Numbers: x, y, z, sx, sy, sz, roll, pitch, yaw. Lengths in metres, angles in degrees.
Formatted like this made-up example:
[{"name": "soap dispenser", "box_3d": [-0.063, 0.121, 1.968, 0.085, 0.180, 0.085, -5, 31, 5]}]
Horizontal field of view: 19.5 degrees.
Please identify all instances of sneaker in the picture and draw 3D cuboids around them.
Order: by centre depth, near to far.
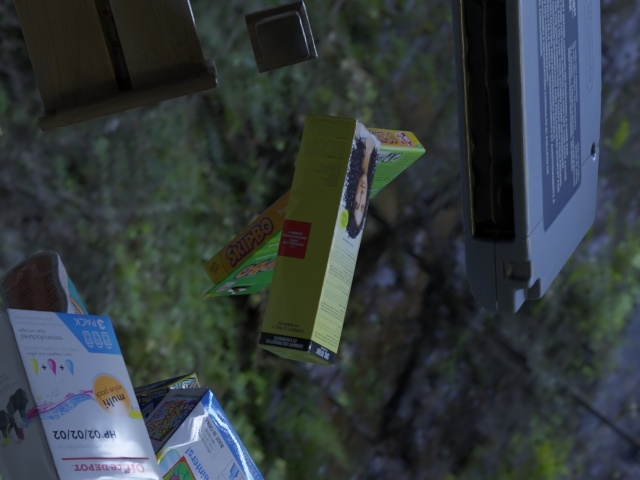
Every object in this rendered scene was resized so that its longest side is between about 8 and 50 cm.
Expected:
[{"name": "sneaker", "box_3d": [-0.303, 0.121, 2.123, 0.121, 0.108, 0.302, 61, 7, -23]}]

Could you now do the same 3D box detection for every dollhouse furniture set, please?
[{"name": "dollhouse furniture set", "box_3d": [-0.211, -0.251, 1.414, 0.355, 0.303, 0.174, -13, 15, -1]}]

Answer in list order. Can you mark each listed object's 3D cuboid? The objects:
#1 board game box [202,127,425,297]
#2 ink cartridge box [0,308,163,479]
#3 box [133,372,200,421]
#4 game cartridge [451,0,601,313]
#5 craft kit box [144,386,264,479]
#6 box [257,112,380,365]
[{"name": "board game box", "box_3d": [-0.014, -0.027, 1.969, 0.039, 0.259, 0.124, 54, 22, 17]}, {"name": "ink cartridge box", "box_3d": [-0.184, 0.145, 1.378, 0.104, 0.061, 0.181, 6, 55, -48]}, {"name": "box", "box_3d": [-0.204, 0.187, 1.968, 0.059, 0.169, 0.054, -25, 97, -60]}, {"name": "game cartridge", "box_3d": [0.152, -0.121, 1.332, 0.062, 0.297, 0.198, 4, 25, 19]}, {"name": "craft kit box", "box_3d": [-0.121, 0.299, 1.609, 0.247, 0.061, 0.250, -52, 124, -41]}, {"name": "box", "box_3d": [0.000, 0.000, 1.808, 0.058, 0.232, 0.087, 9, -9, 21]}]
